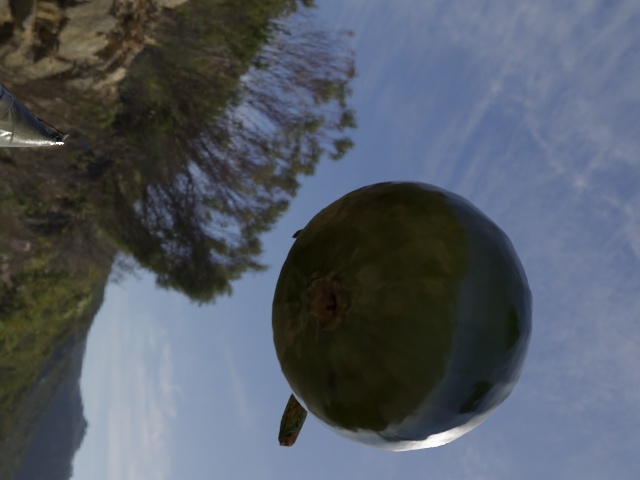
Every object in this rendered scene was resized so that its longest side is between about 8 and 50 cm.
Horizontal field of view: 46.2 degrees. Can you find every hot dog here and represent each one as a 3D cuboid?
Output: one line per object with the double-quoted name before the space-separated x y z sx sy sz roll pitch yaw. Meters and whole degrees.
"hot dog" -0.053 0.340 1.458 0.057 0.041 0.133 -6 -133 34

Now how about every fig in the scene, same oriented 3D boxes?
"fig" 0.107 0.084 0.851 0.316 0.316 0.315 -174 -90 -68

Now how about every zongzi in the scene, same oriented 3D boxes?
"zongzi" -0.497 -0.216 1.128 0.260 0.289 0.122 -16 -116 56

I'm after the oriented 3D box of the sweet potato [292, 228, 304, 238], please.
"sweet potato" 0.004 -0.004 1.334 0.153 0.041 0.038 22 -33 51
